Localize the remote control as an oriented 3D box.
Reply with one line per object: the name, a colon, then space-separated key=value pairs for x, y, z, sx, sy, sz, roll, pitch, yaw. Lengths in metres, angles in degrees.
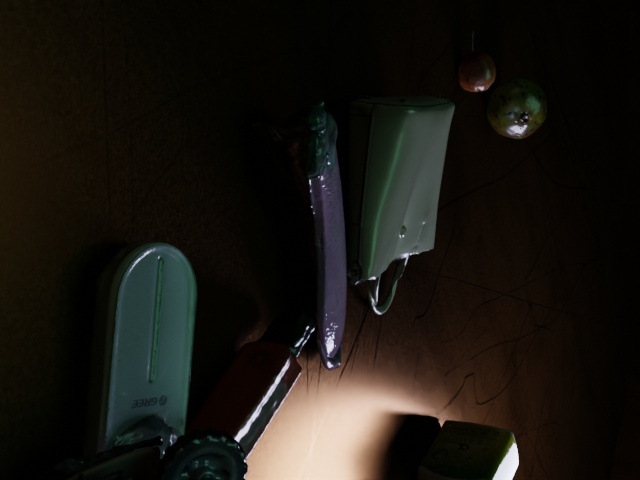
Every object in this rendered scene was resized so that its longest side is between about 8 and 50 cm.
remote control: x=-0.163 y=0.124 z=0.716 sx=0.104 sy=0.052 sz=0.247 roll=9 pitch=85 yaw=-57

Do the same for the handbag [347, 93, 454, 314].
handbag: x=0.113 y=-0.043 z=1.108 sx=0.241 sy=0.109 sz=0.315 roll=-20 pitch=113 yaw=-57

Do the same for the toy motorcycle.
toy motorcycle: x=-0.163 y=0.270 z=0.634 sx=0.108 sy=0.239 sz=0.204 roll=-118 pitch=-161 yaw=-62

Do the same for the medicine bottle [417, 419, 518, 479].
medicine bottle: x=0.234 y=0.392 z=1.309 sx=0.188 sy=0.132 sz=0.088 roll=-45 pitch=130 yaw=-47

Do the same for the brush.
brush: x=-0.096 y=0.194 z=0.821 sx=0.323 sy=0.070 sz=0.051 roll=-53 pitch=134 yaw=-39

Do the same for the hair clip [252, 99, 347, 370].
hair clip: x=0.001 y=-0.001 z=0.961 sx=0.096 sy=0.110 sz=0.358 roll=-21 pitch=122 yaw=-13

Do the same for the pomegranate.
pomegranate: x=0.367 y=-0.257 z=1.513 sx=0.142 sy=0.115 sz=0.114 roll=-93 pitch=167 yaw=-59

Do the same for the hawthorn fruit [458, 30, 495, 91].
hawthorn fruit: x=0.265 y=-0.307 z=1.378 sx=0.067 sy=0.067 sz=0.103 roll=-31 pitch=107 yaw=-54
